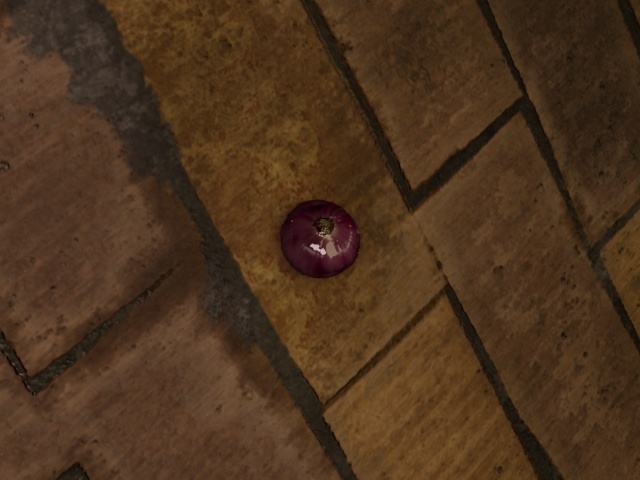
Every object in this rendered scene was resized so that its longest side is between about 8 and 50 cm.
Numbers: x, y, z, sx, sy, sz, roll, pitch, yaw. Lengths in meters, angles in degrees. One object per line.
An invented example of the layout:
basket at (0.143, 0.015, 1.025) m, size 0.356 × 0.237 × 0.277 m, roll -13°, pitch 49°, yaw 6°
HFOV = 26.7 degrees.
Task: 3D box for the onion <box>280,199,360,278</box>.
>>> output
onion at (0.000, 0.000, 1.900) m, size 0.104 × 0.115 × 0.115 m, roll 87°, pitch 27°, yaw -64°
